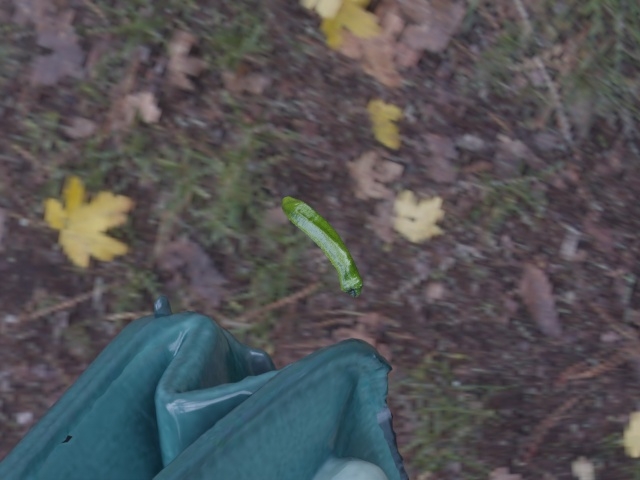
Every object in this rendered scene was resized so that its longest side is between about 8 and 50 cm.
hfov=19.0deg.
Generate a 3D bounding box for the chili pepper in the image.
[{"bbox_3d":[-0.001,0.000,1.136,0.017,0.030,0.083,-27,64,-21],"label":"chili pepper"}]

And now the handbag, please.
[{"bbox_3d":[-0.043,0.192,0.570,0.100,0.274,0.269,8,125,34],"label":"handbag"}]
